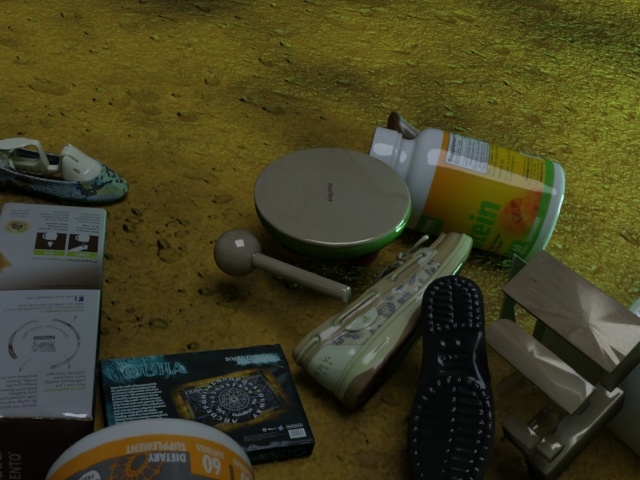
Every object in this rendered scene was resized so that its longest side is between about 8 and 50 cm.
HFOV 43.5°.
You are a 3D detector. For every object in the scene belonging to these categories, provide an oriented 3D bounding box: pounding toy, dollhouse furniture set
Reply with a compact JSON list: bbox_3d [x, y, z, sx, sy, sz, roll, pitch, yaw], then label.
[{"bbox_3d":[0.000,0.000,0.940,0.183,0.110,0.237,20,44,18],"label":"pounding toy"},{"bbox_3d":[0.216,0.127,0.775,0.144,0.151,0.123,-42,57,-10],"label":"dollhouse furniture set"}]

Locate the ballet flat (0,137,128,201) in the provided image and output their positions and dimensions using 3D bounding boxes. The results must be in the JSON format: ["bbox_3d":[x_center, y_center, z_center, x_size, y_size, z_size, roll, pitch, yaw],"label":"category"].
[{"bbox_3d":[-0.325,-0.088,0.964,0.188,0.070,0.070,5,39,-13],"label":"ballet flat"}]

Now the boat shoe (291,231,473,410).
[{"bbox_3d":[0.081,0.063,0.883,0.089,0.105,0.285,32,42,16],"label":"boat shoe"}]

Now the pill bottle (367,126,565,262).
[{"bbox_3d":[0.177,-0.067,1.047,0.245,0.136,0.136,16,38,1],"label":"pill bottle"}]

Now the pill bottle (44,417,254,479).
[{"bbox_3d":[-0.106,0.271,0.522,0.162,0.162,0.278,2,40,-16],"label":"pill bottle"}]

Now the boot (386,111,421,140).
[{"bbox_3d":[0.151,-0.151,1.224,0.087,0.042,0.118,12,39,-14],"label":"boot"}]

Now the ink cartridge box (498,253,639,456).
[{"bbox_3d":[0.296,0.118,0.833,0.056,0.171,0.235,-34,57,-21],"label":"ink cartridge box"}]

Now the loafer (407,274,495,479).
[{"bbox_3d":[0.135,0.147,0.785,0.080,0.078,0.220,2,69,18],"label":"loafer"}]

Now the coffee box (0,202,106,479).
[{"bbox_3d":[-0.245,0.098,0.703,0.098,0.141,0.246,4,39,-15],"label":"coffee box"}]

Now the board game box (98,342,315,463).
[{"bbox_3d":[-0.111,0.159,0.765,0.186,0.026,0.126,-2,41,-20],"label":"board game box"}]
